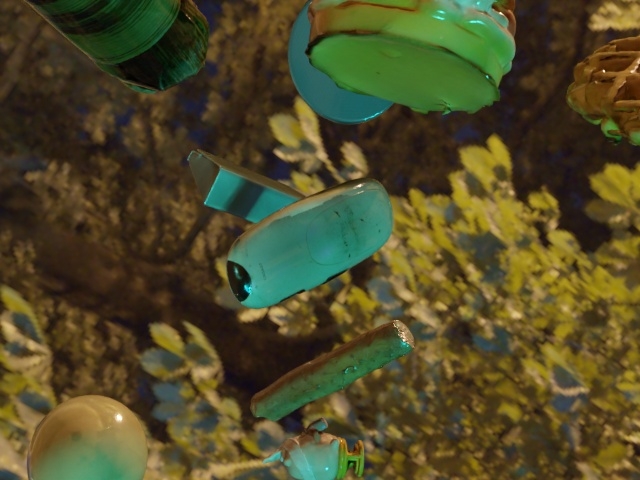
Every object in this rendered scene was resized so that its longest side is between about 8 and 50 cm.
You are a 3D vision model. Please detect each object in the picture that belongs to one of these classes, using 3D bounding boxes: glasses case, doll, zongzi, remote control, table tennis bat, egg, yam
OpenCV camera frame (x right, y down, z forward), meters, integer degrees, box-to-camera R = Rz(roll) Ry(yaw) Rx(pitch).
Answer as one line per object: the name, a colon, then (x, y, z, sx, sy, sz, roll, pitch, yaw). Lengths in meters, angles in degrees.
glasses case: (-0.078, -0.071, 1.769, 0.056, 0.266, 0.105, -45, -132, 25)
doll: (-0.010, 0.264, 1.437, 0.073, 0.127, 0.084, -132, -134, -82)
zongzi: (-0.248, -0.297, 1.121, 0.134, 0.286, 0.288, -39, -121, 2)
remote control: (-0.002, 0.000, 1.211, 0.045, 0.097, 0.256, -5, -161, 47)
table tennis bat: (0.052, -0.363, 1.948, 0.044, 0.215, 0.329, -18, 109, -86)
egg: (-0.364, 0.343, 1.782, 0.186, 0.186, 0.242, -50, -164, 10)
yam: (0.012, 0.166, 1.412, 0.241, 0.057, 0.057, -29, -144, 25)

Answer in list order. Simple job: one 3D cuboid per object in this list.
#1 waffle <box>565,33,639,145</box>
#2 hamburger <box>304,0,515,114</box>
waffle: (0.481, -0.184, 1.279, 0.382, 0.095, 0.379, -15, -154, -6)
hamburger: (0.131, -0.311, 1.495, 0.276, 0.276, 0.237, -6, -113, 55)
